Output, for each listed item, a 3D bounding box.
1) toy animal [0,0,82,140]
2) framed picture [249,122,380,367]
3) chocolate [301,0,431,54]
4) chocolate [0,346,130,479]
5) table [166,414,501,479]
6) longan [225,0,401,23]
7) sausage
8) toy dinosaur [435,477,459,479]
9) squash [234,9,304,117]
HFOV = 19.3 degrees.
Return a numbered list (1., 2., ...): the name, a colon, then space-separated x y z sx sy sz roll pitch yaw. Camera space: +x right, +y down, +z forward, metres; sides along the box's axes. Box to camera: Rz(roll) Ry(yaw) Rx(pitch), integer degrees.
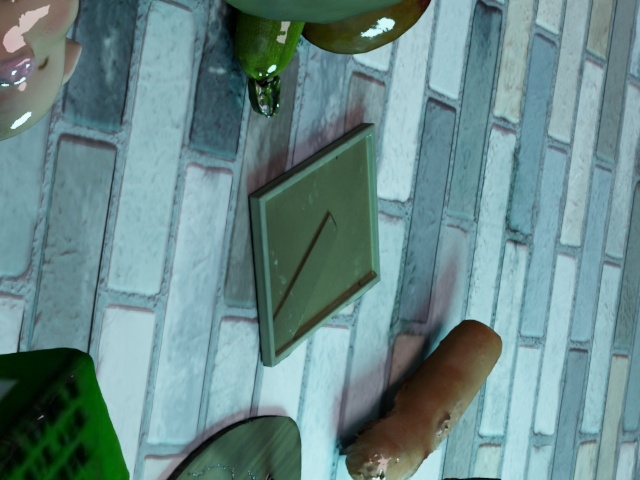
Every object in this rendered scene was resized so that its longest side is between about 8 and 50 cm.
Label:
1. toy animal: -0.249 -0.171 1.249 0.154 0.166 0.250 -118 -165 -49
2. framed picture: 0.000 0.000 1.923 0.250 0.016 0.184 -37 129 -54
3. chocolate: 0.041 -0.243 1.816 0.124 0.133 0.127 -48 135 -43
4. chocolate: -0.266 0.302 1.320 0.360 0.161 0.341 -54 142 -43
5. table: 0.014 0.344 1.779 0.317 0.249 0.317 -24 117 -59
6. longan: 0.007 -0.344 1.510 0.361 0.361 0.360 -25 118 -59
7. sausage: 0.114 0.192 2.128 0.326 0.079 0.087 -43 144 -50
8. toy dinosaur: 0.076 0.434 2.077 0.327 0.113 0.206 -66 149 -26
9. squash: -0.028 -0.274 1.737 0.080 0.071 0.318 24 75 -63
